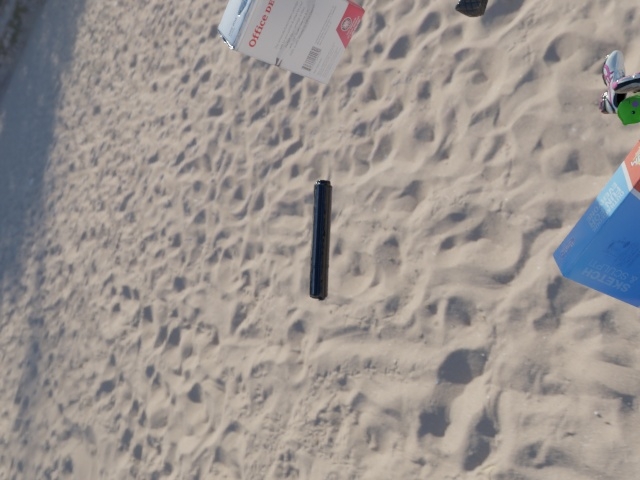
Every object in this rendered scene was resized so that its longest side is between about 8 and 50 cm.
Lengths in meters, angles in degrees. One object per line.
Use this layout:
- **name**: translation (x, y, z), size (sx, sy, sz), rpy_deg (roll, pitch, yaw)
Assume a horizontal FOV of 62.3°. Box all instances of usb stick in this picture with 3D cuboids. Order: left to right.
- **usb stick**: translation (0.000, 0.000, 1.234), size (0.077, 0.045, 0.278), rpy_deg (180, 92, -85)

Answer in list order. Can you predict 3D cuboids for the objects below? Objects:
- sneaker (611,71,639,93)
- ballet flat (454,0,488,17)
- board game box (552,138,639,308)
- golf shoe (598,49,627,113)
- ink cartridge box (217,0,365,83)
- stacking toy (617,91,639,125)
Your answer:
- **sneaker**: translation (0.680, -0.300, 1.070), size (0.063, 0.170, 0.074), rpy_deg (-61, -29, -86)
- **ballet flat**: translation (0.226, -0.399, 0.754), size (0.049, 0.173, 0.057), rpy_deg (14, 53, 13)
- **board game box**: translation (0.529, 0.003, 0.719), size (0.064, 0.317, 0.242), rpy_deg (-75, 8, -59)
- **golf shoe**: translation (0.891, -0.474, 1.583), size (0.086, 0.067, 0.186), rpy_deg (-148, 54, -72)
- **ink cartridge box**: translation (-0.054, -0.400, 0.965), size (0.158, 0.218, 0.092), rpy_deg (-59, 47, 26)
- **stacking toy**: translation (0.349, -0.062, 0.414), size (0.221, 0.167, 0.052), rpy_deg (45, 141, 18)
